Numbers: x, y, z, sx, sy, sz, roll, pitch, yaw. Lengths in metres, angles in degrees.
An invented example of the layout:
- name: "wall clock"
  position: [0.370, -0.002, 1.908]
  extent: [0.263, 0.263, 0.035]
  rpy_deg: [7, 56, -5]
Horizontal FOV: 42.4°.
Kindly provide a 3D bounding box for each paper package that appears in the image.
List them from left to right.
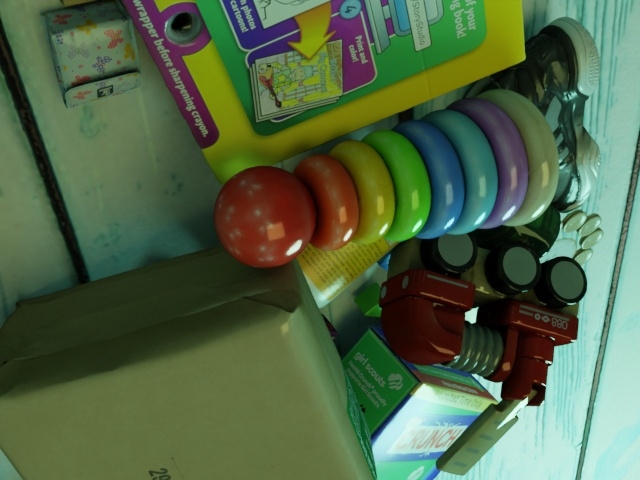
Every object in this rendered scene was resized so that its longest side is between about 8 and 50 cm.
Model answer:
- name: "paper package"
  position: [-0.120, 0.187, 0.829]
  extent: [0.310, 0.168, 0.324]
  rpy_deg: [-16, 120, 7]

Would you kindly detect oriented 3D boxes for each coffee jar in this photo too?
- name: "coffee jar"
  position: [0.187, -0.046, 0.974]
  extent: [0.184, 0.096, 0.079]
  rpy_deg: [34, 57, -19]

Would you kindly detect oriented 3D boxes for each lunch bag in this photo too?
- name: "lunch bag"
  position: [-0.193, -0.156, 0.710]
  extent: [0.071, 0.053, 0.083]
  rpy_deg: [-18, 139, -20]

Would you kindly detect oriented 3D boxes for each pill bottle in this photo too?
- name: "pill bottle"
  position: [0.000, 0.000, 0.907]
  extent: [0.208, 0.117, 0.117]
  rpy_deg: [-40, 135, -2]

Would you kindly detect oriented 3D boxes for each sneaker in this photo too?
- name: "sneaker"
  position: [0.249, -0.127, 0.997]
  extent: [0.153, 0.101, 0.268]
  rpy_deg: [-23, 132, -10]

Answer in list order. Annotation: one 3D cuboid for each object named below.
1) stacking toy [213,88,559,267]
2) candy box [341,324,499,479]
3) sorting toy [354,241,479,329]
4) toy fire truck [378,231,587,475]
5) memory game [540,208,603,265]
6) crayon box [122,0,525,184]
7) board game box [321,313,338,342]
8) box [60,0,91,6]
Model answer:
- name: "stacking toy"
  position: [0.056, -0.047, 0.774]
  extent: [0.330, 0.141, 0.141]
  rpy_deg: [-15, 129, -24]
- name: "candy box"
  position: [0.065, 0.287, 1.135]
  extent: [0.317, 0.122, 0.268]
  rpy_deg: [-52, 144, 9]
- name: "sorting toy"
  position: [0.188, 0.053, 1.123]
  extent: [0.348, 0.047, 0.196]
  rpy_deg: [12, 119, -39]
- name: "toy fire truck"
  position: [0.164, 0.132, 0.930]
  extent: [0.217, 0.158, 0.246]
  rpy_deg: [16, 71, -16]
- name: "memory game"
  position: [0.302, 0.027, 1.112]
  extent: [0.186, 0.012, 0.186]
  rpy_deg: [-21, 143, -17]
- name: "crayon box"
  position: [-0.007, -0.246, 0.657]
  extent: [0.313, 0.106, 0.363]
  rpy_deg: [-23, 141, -1]
- name: "board game box"
  position: [-0.149, 0.217, 1.021]
  extent: [0.208, 0.056, 0.346]
  rpy_deg: [22, 108, -37]
- name: "box"
  position: [-0.147, -0.300, 0.655]
  extent: [0.164, 0.021, 0.201]
  rpy_deg: [-19, 130, -21]
